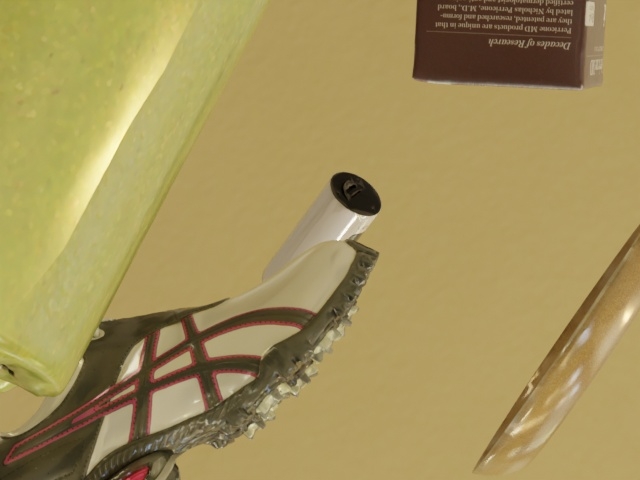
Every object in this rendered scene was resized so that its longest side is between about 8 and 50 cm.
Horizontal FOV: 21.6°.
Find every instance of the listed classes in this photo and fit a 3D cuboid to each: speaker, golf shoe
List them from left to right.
[{"bbox_3d":[-0.081,0.072,0.931,0.120,0.273,0.105,45,-24,8],"label":"golf shoe"},{"bbox_3d":[0.000,0.000,1.531,0.055,0.055,0.136,50,-52,17],"label":"speaker"}]

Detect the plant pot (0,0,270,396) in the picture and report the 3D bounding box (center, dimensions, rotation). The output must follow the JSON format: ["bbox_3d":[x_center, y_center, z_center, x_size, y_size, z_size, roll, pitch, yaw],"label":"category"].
[{"bbox_3d":[-0.129,-0.093,0.562,0.276,0.254,0.276,18,-14,5],"label":"plant pot"}]

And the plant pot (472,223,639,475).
[{"bbox_3d":[0.189,0.080,1.226,0.032,0.236,0.236,34,-19,7],"label":"plant pot"}]

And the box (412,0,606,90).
[{"bbox_3d":[0.191,-0.253,1.640,0.168,0.167,0.203,-24,117,-73],"label":"box"}]
